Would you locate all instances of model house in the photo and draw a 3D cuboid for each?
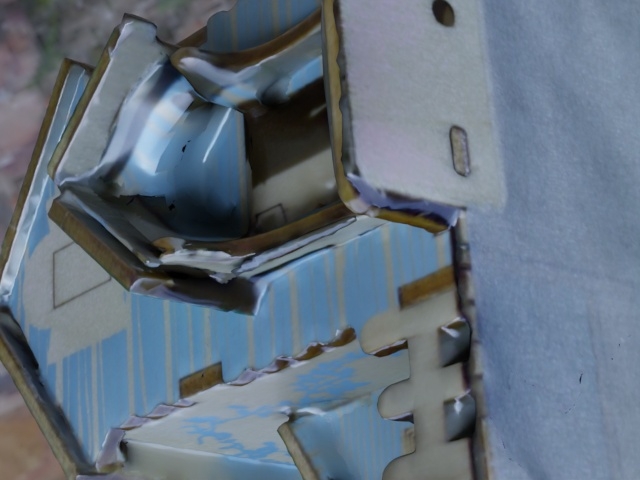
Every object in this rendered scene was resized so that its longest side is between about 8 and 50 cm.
[{"bbox_3d":[0.000,0.000,0.543,0.178,0.271,0.206,10,156,-39],"label":"model house"}]
